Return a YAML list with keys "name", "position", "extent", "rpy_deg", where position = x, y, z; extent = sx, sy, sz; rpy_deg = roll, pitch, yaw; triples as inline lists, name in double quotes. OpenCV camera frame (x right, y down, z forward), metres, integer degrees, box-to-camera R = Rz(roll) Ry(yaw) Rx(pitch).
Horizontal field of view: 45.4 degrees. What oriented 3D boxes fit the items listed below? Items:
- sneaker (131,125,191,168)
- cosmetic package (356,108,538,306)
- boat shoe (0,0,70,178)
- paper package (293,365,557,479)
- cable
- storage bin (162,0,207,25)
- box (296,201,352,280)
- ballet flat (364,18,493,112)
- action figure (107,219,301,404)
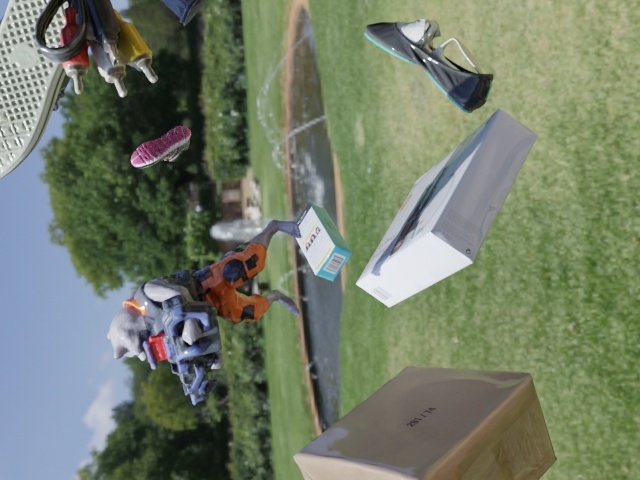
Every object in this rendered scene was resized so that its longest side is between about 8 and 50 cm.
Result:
- name: "sneaker"
  position: [-0.404, -0.226, 1.966]
  extent: [0.063, 0.170, 0.074]
  rpy_deg: [46, 159, 23]
- name: "cosmetic package"
  position: [0.226, -0.047, 1.449]
  extent: [0.284, 0.097, 0.377]
  rpy_deg: [-56, 4, -23]
- name: "boat shoe"
  position: [-0.563, -0.305, 1.434]
  extent: [0.500, 0.187, 0.156]
  rpy_deg: [-53, 13, 17]
- name: "paper package"
  position: [0.177, 0.359, 1.280]
  extent: [0.310, 0.325, 0.168]
  rpy_deg: [-6, 108, 49]
- name: "cable"
  position: [-0.310, -0.318, 0.982]
  extent: [0.072, 0.140, 0.287]
  rpy_deg: [128, 126, -63]
- name: "storage bin"
  position: [-0.299, -0.562, 1.713]
  extent: [0.135, 0.091, 0.098]
  rpy_deg: [-56, 8, -25]
- name: "box"
  position: [0.000, 0.000, 2.079]
  extent: [0.100, 0.060, 0.244]
  rpy_deg: [-56, 31, 18]
- name: "ballet flat"
  position: [0.214, -0.357, 1.452]
  extent: [0.096, 0.280, 0.095]
  rpy_deg: [-57, -15, 28]
- name: "action figure"
  position: [-0.197, 0.121, 1.283]
  extent: [0.178, 0.330, 0.341]
  rpy_deg: [54, 151, 28]
